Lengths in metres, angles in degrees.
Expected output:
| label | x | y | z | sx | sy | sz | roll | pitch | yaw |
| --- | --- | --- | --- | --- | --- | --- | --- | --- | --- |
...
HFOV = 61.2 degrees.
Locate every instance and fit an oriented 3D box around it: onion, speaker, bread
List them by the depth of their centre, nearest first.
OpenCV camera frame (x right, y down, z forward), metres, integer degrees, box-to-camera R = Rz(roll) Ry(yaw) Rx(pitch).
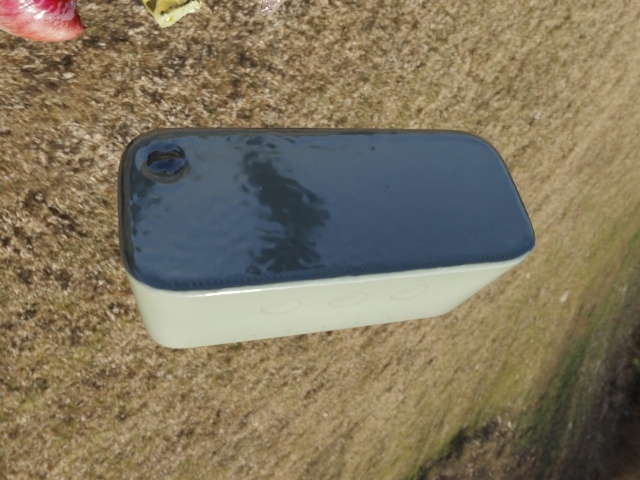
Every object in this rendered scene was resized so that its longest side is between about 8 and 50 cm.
| label | x | y | z | sx | sy | sz | roll | pitch | yaw |
| --- | --- | --- | --- | --- | --- | --- | --- | --- | --- |
| speaker | 0.000 | 0.000 | 0.594 | 0.406 | 0.183 | 0.184 | -4 | 150 | -17 |
| onion | -0.394 | -0.352 | 0.630 | 0.120 | 0.283 | 0.227 | -30 | 147 | -13 |
| bread | -0.372 | -0.640 | 1.230 | 0.268 | 0.130 | 0.152 | 66 | 31 | -16 |

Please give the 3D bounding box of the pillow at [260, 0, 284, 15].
| label | x | y | z | sx | sy | sz | roll | pitch | yaw |
| --- | --- | --- | --- | --- | --- | --- | --- | --- | --- |
| pillow | -0.017 | -0.379 | 0.717 | 0.185 | 0.043 | 0.118 | -37 | 151 | -21 |
